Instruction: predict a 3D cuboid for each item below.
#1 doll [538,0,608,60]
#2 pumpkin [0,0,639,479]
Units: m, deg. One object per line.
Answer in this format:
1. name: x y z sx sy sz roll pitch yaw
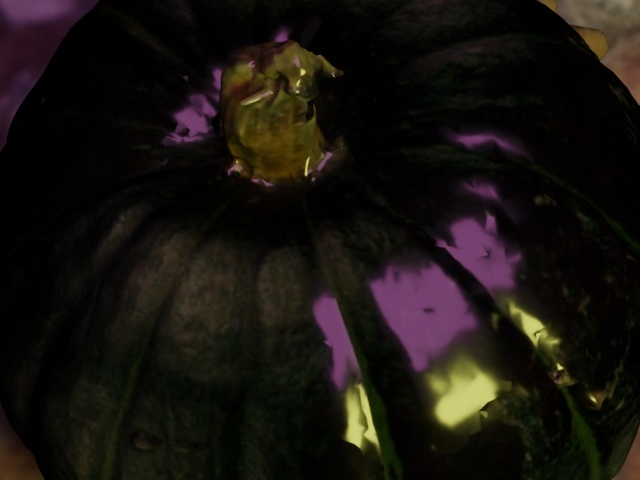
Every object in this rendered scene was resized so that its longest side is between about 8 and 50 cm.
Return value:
1. doll: 0.082 -0.077 0.747 0.093 0.051 0.061 12 97 -15
2. pumpkin: 0.000 0.000 0.604 0.250 0.216 0.250 -5 56 8
